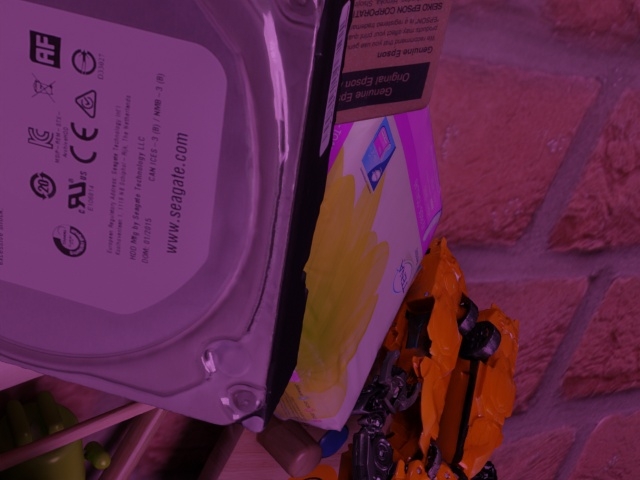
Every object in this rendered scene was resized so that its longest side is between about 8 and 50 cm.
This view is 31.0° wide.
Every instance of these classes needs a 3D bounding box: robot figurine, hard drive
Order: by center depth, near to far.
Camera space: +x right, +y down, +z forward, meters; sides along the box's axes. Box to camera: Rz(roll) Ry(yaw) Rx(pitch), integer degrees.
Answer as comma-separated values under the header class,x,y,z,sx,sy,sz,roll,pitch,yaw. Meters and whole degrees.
class,x,y,z,sx,sy,sz,roll,pitch,yaw
hard drive,-0.164,-0.061,0.513,0.064,0.339,0.237,-59,163,-57
robot figurine,-0.220,0.173,0.906,0.101,0.067,0.115,-15,132,-24
robot figurine,0.100,0.153,1.035,0.211,0.085,0.291,46,46,-29

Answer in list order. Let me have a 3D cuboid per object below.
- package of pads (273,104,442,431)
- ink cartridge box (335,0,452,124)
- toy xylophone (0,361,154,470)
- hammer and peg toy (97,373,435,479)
class,x,y,z,sx,sy,sz,roll,pitch,yaw
package of pads,0.000,0.000,0.843,0.229,0.101,0.296,-63,160,-18
ink cartridge box,-0.074,-0.144,0.647,0.193,0.234,0.088,-15,129,-35
toy xylophone,-0.174,0.037,0.825,0.322,0.081,0.236,-11,128,-38
hammer and peg toy,-0.059,0.233,1.062,0.361,0.127,0.266,11,113,-48
